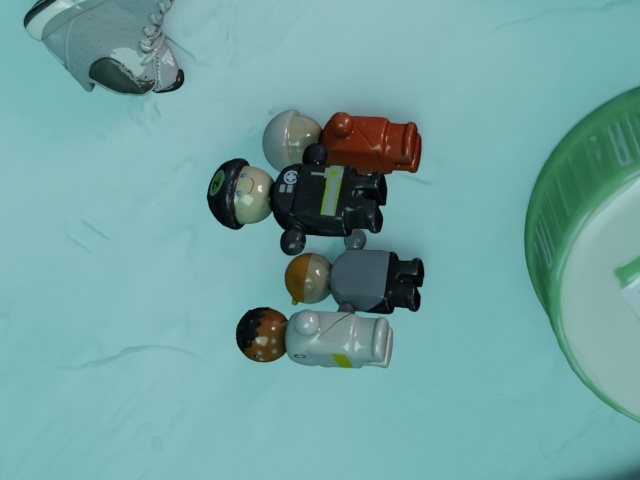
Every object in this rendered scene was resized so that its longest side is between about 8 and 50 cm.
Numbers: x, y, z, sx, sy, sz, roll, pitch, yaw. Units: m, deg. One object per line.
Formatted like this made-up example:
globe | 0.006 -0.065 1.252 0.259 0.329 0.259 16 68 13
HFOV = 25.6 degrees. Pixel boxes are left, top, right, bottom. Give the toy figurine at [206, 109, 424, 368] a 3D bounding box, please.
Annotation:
toy figurine | 0.000 0.000 1.227 0.148 0.213 0.209 3 115 15

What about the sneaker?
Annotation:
sneaker | -0.139 -0.202 1.235 0.229 0.086 0.132 -25 112 26

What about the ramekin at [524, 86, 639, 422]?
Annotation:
ramekin | 0.333 0.022 1.227 0.303 0.148 0.303 2 112 6
